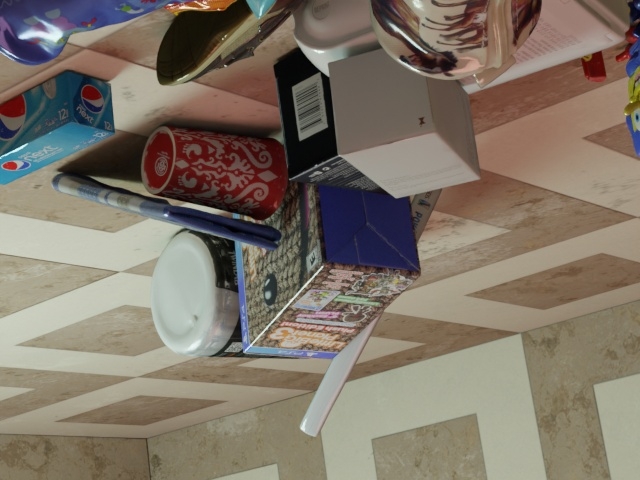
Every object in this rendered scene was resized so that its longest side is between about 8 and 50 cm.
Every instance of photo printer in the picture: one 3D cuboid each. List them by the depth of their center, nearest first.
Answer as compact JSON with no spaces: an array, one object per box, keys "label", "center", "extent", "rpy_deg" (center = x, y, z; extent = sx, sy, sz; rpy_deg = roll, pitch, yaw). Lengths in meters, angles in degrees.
[{"label":"photo printer","center":[0.140,-0.238,1.511],"extent":[0.307,0.107,0.256],"rpy_deg":[-17,162,30]}]

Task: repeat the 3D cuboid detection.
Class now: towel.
[{"label":"towel","center":[-0.211,-0.042,1.927],"extent":[0.209,0.034,0.285],"rpy_deg":[16,178,-42]}]

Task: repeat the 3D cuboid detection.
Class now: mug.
[{"label":"mug","center":[-0.153,-0.086,1.897],"extent":[0.169,0.113,0.150],"rpy_deg":[8,156,-36]}]

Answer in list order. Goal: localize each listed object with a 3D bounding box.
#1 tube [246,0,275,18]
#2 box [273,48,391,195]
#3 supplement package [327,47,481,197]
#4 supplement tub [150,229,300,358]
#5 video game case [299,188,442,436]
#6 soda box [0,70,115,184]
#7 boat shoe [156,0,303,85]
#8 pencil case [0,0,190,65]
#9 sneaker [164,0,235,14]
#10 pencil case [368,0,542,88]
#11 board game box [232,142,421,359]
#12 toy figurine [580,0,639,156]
[{"label":"tube","center":[-0.024,-0.287,1.339],"extent":[0.052,0.080,0.207],"rpy_deg":[-31,-179,-43]},{"label":"box","center":[0.060,-0.146,1.711],"extent":[0.207,0.153,0.108],"rpy_deg":[8,158,-43]},{"label":"supplement package","center":[0.091,-0.124,1.495],"extent":[0.105,0.105,0.179],"rpy_deg":[-12,164,18]},{"label":"supplement tub","center":[-0.094,0.093,2.371],"extent":[0.338,0.207,0.207],"rpy_deg":[6,159,-39]},{"label":"video game case","center":[0.080,0.097,2.164],"extent":[0.036,0.300,0.329],"rpy_deg":[26,124,3]},{"label":"soda box","center":[-0.344,-0.132,1.713],"extent":[0.210,0.067,0.071],"rpy_deg":[-20,160,36]},{"label":"boat shoe","center":[-0.095,-0.220,1.509],"extent":[0.073,0.080,0.223],"rpy_deg":[10,152,-35]},{"label":"pencil case","center":[-0.165,-0.253,1.288],"extent":[0.306,0.119,0.133],"rpy_deg":[-15,165,23]},{"label":"sneaker","center":[-0.095,-0.256,1.375],"extent":[0.175,0.064,0.067],"rpy_deg":[2,157,45]},{"label":"pencil case","center":[0.119,-0.280,1.162],"extent":[0.159,0.184,0.410],"rpy_deg":[-22,160,-6]},{"label":"board game box","center":[0.000,0.000,1.957],"extent":[0.141,0.232,0.291],"rpy_deg":[6,150,-23]},{"label":"toy figurine","center":[0.427,-0.192,1.616],"extent":[0.191,0.217,0.362],"rpy_deg":[-4,164,-13]}]
